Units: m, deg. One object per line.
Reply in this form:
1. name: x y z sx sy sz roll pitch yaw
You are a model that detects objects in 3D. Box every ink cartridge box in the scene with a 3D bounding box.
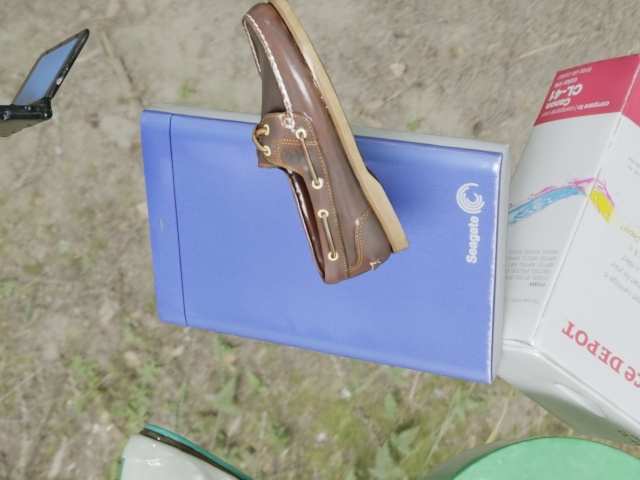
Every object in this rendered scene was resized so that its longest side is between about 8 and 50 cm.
1. ink cartridge box: 0.282 0.013 1.157 0.226 0.306 0.131 36 162 -28

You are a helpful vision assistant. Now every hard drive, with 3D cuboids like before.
1. hard drive: 0.000 0.000 1.047 0.319 0.040 0.210 9 118 20

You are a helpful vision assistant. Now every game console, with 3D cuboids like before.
1. game console: -0.243 -0.119 0.923 0.122 0.107 0.071 -6 88 60

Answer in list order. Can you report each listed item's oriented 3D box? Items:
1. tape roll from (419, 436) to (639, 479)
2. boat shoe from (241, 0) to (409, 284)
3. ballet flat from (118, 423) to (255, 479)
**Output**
1. tape roll: 0.194 0.329 1.031 0.321 0.321 0.077 52 160 -3
2. boat shoe: -0.010 -0.066 0.844 0.073 0.073 0.207 -26 103 -2
3. ballet flat: -0.075 0.355 1.475 0.400 0.139 0.139 28 120 -21
